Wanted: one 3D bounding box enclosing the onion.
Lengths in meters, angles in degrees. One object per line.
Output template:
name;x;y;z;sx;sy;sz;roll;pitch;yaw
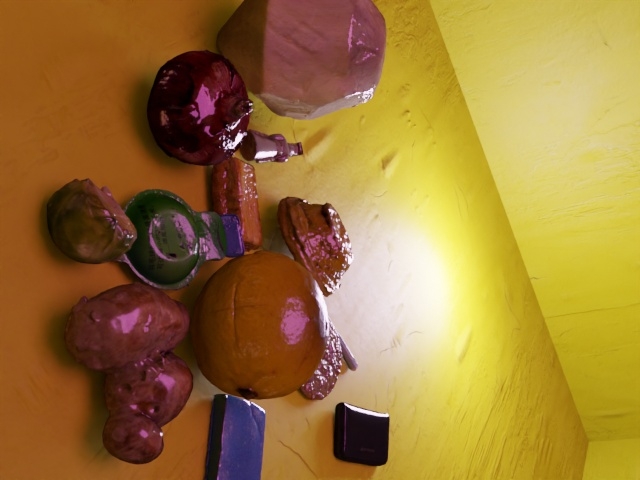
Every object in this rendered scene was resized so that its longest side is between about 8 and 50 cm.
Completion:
onion;-0.236;-0.277;1.642;0.252;0.219;0.252;7;82;-56

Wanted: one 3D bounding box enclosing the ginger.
ginger;-0.315;0.225;1.376;0.244;0.155;0.304;-20;95;-61

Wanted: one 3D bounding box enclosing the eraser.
eraser;-0.176;0.479;1.611;0.144;0.042;0.312;35;50;-47

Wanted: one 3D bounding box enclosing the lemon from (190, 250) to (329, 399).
lemon;-0.121;0.172;1.599;0.297;0.297;0.297;29;54;-51

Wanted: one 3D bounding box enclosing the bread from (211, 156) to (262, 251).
bread;-0.189;-0.081;1.771;0.114;0.083;0.211;22;60;-60

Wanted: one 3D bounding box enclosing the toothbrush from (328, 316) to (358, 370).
toothbrush;0.019;0.208;2.049;0.342;0.030;0.025;63;38;-25

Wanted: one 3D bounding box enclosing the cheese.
cheese;-0.277;-0.003;1.576;0.320;0.083;0.204;-3;81;-49

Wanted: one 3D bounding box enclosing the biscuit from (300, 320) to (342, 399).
biscuit;-0.008;0.288;1.962;0.220;0.033;0.220;14;74;-57

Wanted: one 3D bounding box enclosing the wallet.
wallet;0.114;0.513;2.075;0.250;0.044;0.149;31;57;-51

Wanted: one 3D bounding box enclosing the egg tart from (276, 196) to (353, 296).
egg tart;0.000;0.000;1.946;0.294;0.123;0.294;58;15;-25

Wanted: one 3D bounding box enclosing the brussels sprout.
brussels sprout;-0.403;-0.024;1.372;0.149;0.122;0.151;55;1;-40

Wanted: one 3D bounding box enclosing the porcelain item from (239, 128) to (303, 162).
porcelain item;-0.119;-0.231;1.972;0.213;0.054;0.084;-6;86;-58

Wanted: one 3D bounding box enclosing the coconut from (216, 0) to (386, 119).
coconut;-0.049;-0.467;1.921;0.415;0.415;0.345;22;70;-54
